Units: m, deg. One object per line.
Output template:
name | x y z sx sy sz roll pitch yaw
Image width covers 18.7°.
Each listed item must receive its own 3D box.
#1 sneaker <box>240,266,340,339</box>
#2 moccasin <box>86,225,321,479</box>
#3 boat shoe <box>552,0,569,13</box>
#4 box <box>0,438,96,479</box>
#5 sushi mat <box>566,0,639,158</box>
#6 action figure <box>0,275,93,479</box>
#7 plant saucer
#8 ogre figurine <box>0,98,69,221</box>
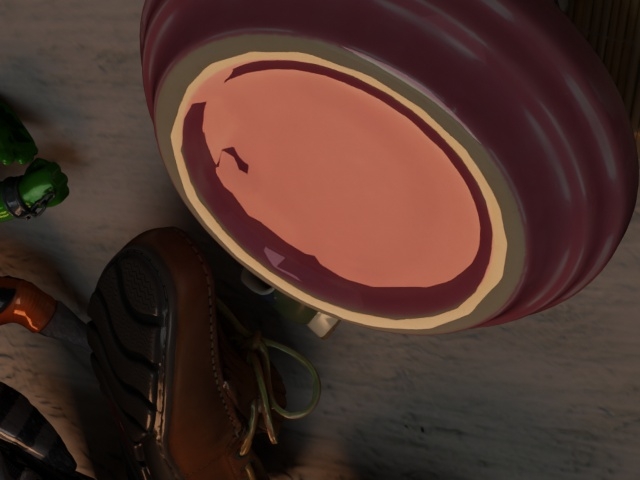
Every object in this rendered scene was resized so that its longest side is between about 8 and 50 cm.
sneaker | 0.000 0.000 1.394 0.086 0.064 0.192 28 143 -5
moccasin | -0.087 0.120 1.515 0.139 0.147 0.380 52 160 39
boat shoe | 0.046 -0.190 1.158 0.228 0.076 0.080 44 140 -6
box | -0.200 0.244 1.663 0.184 0.045 0.191 31 177 38
sushi mat | 0.205 -0.161 1.148 0.151 0.019 0.316 16 137 15
action figure | -0.358 0.114 1.539 0.330 0.341 0.178 22 152 7
plant saucer | 0.026 -0.055 1.196 0.332 0.084 0.332 20 143 16
ogre figurine | -0.295 -0.072 1.483 0.197 0.097 0.118 30 124 -23
